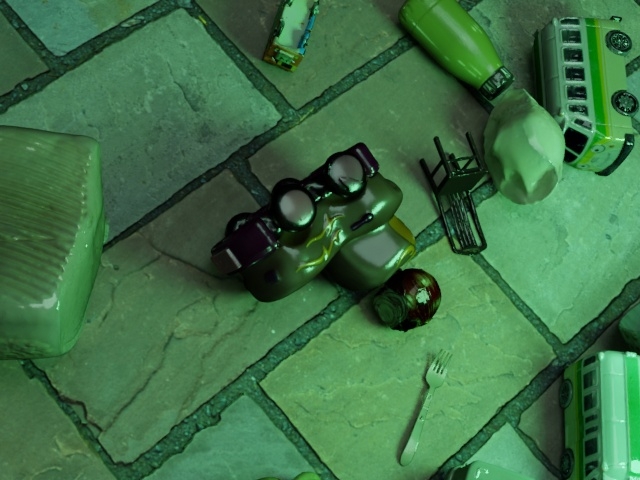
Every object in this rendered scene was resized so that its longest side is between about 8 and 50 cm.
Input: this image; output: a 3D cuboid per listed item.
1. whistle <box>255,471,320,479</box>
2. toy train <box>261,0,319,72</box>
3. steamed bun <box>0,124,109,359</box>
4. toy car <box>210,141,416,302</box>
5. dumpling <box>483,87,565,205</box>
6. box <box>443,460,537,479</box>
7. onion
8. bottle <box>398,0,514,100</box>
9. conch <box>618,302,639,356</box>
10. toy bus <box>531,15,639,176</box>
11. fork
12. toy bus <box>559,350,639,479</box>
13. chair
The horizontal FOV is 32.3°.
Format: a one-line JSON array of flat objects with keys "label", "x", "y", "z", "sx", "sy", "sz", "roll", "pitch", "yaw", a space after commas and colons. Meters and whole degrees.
[{"label": "whistle", "x": -0.016, "y": 0.424, "z": 1.737, "sx": 0.294, "sy": 0.141, "sz": 0.141, "roll": -10, "pitch": 69, "yaw": -21}, {"label": "toy train", "x": -0.052, "y": -0.413, "z": 2.130, "sx": 0.072, "sy": 0.099, "sz": 0.188, "roll": 20, "pitch": 61, "yaw": -9}, {"label": "steamed bun", "x": -0.468, "y": 0.023, "z": 1.743, "sx": 0.247, "sy": 0.236, "sz": 0.384, "roll": 5, "pitch": 58, "yaw": -3}, {"label": "toy car", "x": 0.000, "y": 0.000, "z": 1.883, "sx": 0.340, "sy": 0.271, "sz": 0.240, "roll": -36, "pitch": 96, "yaw": -23}, {"label": "dumpling", "x": 0.378, "y": -0.174, "z": 2.107, "sx": 0.126, "sy": 0.166, "sz": 0.216, "roll": -27, "pitch": 85, "yaw": -54}, {"label": "box", "x": 0.300, "y": 0.453, "z": 1.813, "sx": 0.210, "sy": 0.129, "sz": 0.148, "roll": 20, "pitch": 62, "yaw": -5}, {"label": "onion", "x": 0.158, "y": 0.099, "z": 1.946, "sx": 0.118, "sy": 0.117, "sz": 0.119, "roll": 12, "pitch": 69, "yaw": -32}, {"label": "bottle", "x": 0.276, "y": -0.391, "z": 2.203, "sx": 0.112, "sy": 0.112, "sz": 0.260, "roll": -37, "pitch": 80, "yaw": -27}, {"label": "conch", "x": 0.706, "y": 0.178, "z": 1.984, "sx": 0.302, "sy": 0.319, "sz": 0.215, "roll": -20, "pitch": 92, "yaw": -15}, {"label": "toy bus", "x": 0.522, "y": -0.295, "z": 2.212, "sx": 0.179, "sy": 0.143, "sz": 0.306, "roll": 6, "pitch": 65, "yaw": -10}, {"label": "fork", "x": 0.182, "y": 0.292, "z": 1.918, "sx": 0.034, "sy": 0.028, "sz": 0.219, "roll": 28, "pitch": 66, "yaw": -10}, {"label": "toy bus", "x": 0.503, "y": 0.333, "z": 1.906, "sx": 0.133, "sy": 0.165, "sz": 0.276, "roll": 9, "pitch": 63, "yaw": -10}, {"label": "chair", "x": 0.267, "y": -0.086, "z": 2.067, "sx": 0.084, "sy": 0.101, "sz": 0.213, "roll": -11, "pitch": 69, "yaw": -20}]
